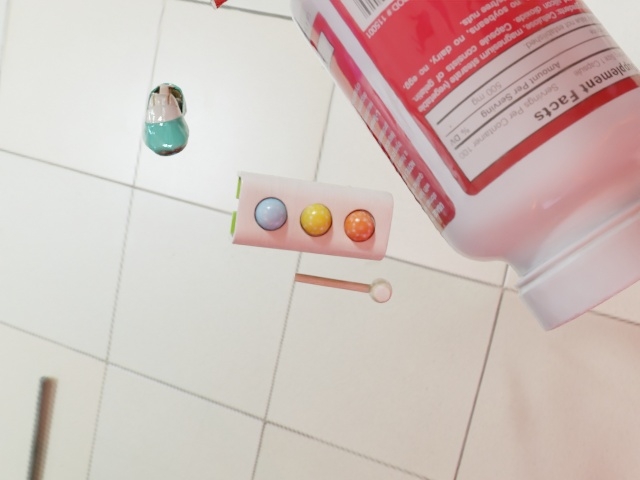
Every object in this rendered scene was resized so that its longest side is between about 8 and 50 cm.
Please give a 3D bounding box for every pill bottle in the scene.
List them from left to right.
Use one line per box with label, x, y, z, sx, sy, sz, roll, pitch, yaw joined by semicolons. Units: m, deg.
pill bottle;0.165;-0.131;0.711;0.229;0.229;0.408;-37;78;20

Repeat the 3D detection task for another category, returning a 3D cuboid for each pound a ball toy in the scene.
pound a ball toy;0.000;0.000;1.338;0.319;0.136;0.208;8;96;-13

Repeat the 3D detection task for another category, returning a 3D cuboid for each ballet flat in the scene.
ballet flat;-0.280;-0.227;1.338;0.083;0.247;0.087;-10;117;-6

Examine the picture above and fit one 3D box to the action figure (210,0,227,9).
action figure;-0.026;-0.195;0.511;0.115;0.030;0.038;-26;115;-8
